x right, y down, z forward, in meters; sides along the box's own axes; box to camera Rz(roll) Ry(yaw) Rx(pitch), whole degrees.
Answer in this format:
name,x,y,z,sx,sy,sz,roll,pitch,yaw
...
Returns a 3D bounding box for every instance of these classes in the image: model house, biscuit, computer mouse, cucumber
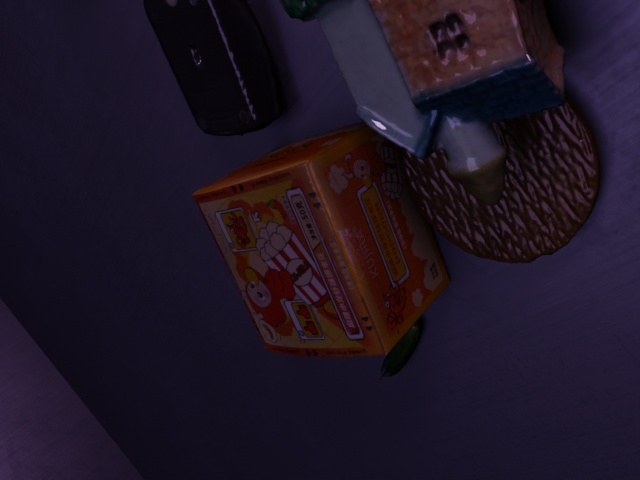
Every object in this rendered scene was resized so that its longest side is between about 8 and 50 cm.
name,x,y,z,sx,sy,sz,roll,pitch,yaw
model house,0.147,-0.199,0.618,0.267,0.194,0.325,-8,114,42
biscuit,0.222,-0.093,0.734,0.261,0.037,0.262,21,127,30
computer mouse,-0.156,-0.294,0.880,0.170,0.100,0.270,7,126,43
cucumber,0.140,0.192,0.997,0.039,0.039,0.168,35,133,17

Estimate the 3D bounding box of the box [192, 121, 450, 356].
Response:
name,x,y,z,sx,sy,sz,roll,pitch,yaw
box,0.000,0.000,0.863,0.259,0.213,0.284,-7,112,45
